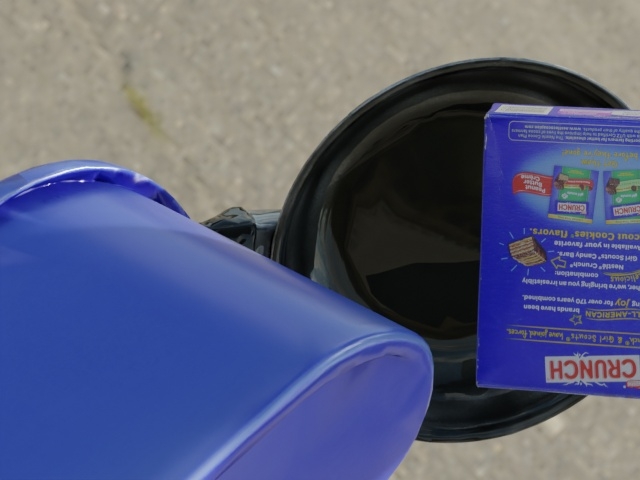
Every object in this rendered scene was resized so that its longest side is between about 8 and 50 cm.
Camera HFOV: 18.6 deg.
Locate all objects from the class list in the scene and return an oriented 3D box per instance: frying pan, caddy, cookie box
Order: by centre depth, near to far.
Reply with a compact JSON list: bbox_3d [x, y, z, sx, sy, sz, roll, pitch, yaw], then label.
[{"bbox_3d":[-0.111,0.122,0.622,0.179,0.241,0.341,22,40,26],"label":"caddy"},{"bbox_3d":[0.107,0.004,0.753,0.091,0.107,0.040,4,10,11],"label":"cookie box"},{"bbox_3d":[0.010,0.025,0.915,0.053,0.326,0.197,-115,-173,-63],"label":"frying pan"}]
